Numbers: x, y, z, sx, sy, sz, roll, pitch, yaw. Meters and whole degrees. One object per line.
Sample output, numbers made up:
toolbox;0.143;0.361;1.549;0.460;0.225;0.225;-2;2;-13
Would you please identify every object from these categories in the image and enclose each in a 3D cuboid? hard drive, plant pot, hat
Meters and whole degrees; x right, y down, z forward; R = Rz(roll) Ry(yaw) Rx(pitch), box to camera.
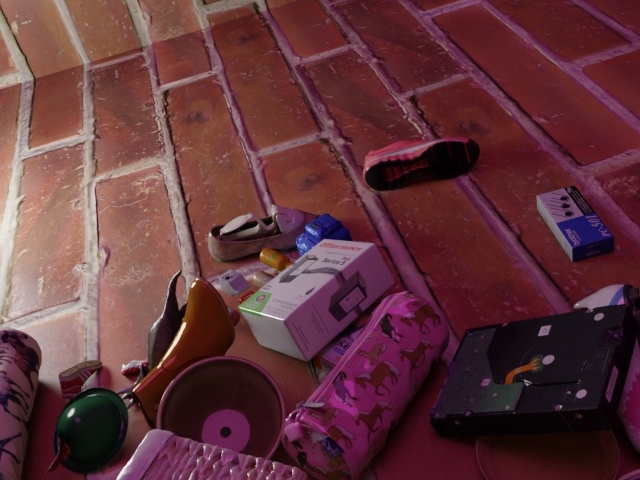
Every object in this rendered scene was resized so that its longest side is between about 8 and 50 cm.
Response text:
hard drive;0.370;0.235;1.326;0.339;0.064;0.237;-17;28;44
plant pot;0.390;0.369;1.297;0.236;0.032;0.236;-9;38;7
hat;-0.486;0.345;1.444;0.208;0.183;0.173;17;71;31
plant pot;-0.181;0.347;1.412;0.237;0.110;0.237;1;60;-1

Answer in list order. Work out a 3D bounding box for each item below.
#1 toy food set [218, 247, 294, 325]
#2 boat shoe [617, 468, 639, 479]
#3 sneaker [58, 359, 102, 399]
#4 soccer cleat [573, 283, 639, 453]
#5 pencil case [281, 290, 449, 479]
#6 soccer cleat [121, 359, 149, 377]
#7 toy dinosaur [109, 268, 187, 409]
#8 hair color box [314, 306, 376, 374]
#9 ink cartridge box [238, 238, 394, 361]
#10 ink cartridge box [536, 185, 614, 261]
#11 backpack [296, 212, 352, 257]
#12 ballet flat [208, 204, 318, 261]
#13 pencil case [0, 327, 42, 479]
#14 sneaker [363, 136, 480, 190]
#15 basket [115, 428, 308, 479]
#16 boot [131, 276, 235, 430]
toy food set;-0.154;0.123;1.697;0.104;0.111;0.232;23;45;37
boat shoe;0.552;0.394;1.197;0.152;0.056;0.049;-9;34;6
sneaker;-0.528;0.309;1.657;0.042;0.067;0.118;7;13;27
soccer cleat;0.535;0.237;1.346;0.143;0.116;0.331;-23;48;36
pencil case;0.095;0.266;1.402;0.160;0.167;0.386;25;51;25
soccer cleat;-0.401;0.276;1.659;0.083;0.029;0.035;-19;43;1
toy dinosaur;-0.310;0.219;1.561;0.121;0.313;0.160;28;23;13
hair color box;0.074;0.212;1.568;0.093;0.053;0.167;22;50;38
ink cartridge box;-0.008;0.118;1.615;0.273;0.115;0.198;-39;24;-27
ink cartridge box;0.580;-0.042;1.722;0.097;0.046;0.207;-15;39;1
backpack;0.000;0.000;1.812;0.120;0.101;0.098;-36;37;-20
ballet flat;-0.133;-0.028;1.880;0.316;0.106;0.107;-16;39;-3
pencil case;-0.675;0.357;1.525;0.160;0.183;0.410;-15;38;0
sneaker;0.261;-0.234;2.000;0.314;0.116;0.136;-11;37;5
basket;-0.175;0.506;1.061;0.266;0.328;0.331;7;35;16
boot;-0.274;0.232;1.459;0.104;0.295;0.211;28;45;36
